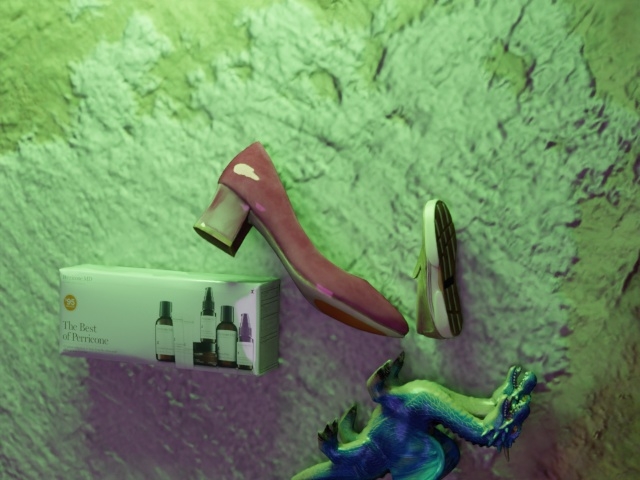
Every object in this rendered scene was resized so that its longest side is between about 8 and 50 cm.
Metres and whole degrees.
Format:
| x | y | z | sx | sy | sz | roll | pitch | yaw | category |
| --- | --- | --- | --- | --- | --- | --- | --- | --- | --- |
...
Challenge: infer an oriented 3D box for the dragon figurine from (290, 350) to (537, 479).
| x | y | z | sx | sy | sz | roll | pitch | yaw | category |
| --- | --- | --- | --- | --- | --- | --- | --- | --- | --- |
| 0.080 | 0.209 | 0.983 | 0.144 | 0.085 | 0.289 | 45 | 105 | 13 | dragon figurine |

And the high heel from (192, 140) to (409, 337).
| x | y | z | sx | sy | sz | roll | pitch | yaw | category |
| --- | --- | --- | --- | --- | --- | --- | --- | --- | --- |
| 0.000 | 0.000 | 1.019 | 0.244 | 0.082 | 0.117 | 29 | 74 | 11 | high heel |

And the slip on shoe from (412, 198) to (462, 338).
| x | y | z | sx | sy | sz | roll | pitch | yaw | category |
| --- | --- | --- | --- | --- | --- | --- | --- | --- | --- |
| 0.108 | 0.029 | 0.984 | 0.041 | 0.051 | 0.135 | -4 | 98 | 32 | slip on shoe |

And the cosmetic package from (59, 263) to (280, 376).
| x | y | z | sx | sy | sz | roll | pitch | yaw | category |
| --- | --- | --- | --- | --- | --- | --- | --- | --- | --- |
| -0.164 | 0.082 | 1.079 | 0.239 | 0.060 | 0.099 | 3 | 93 | 20 | cosmetic package |
